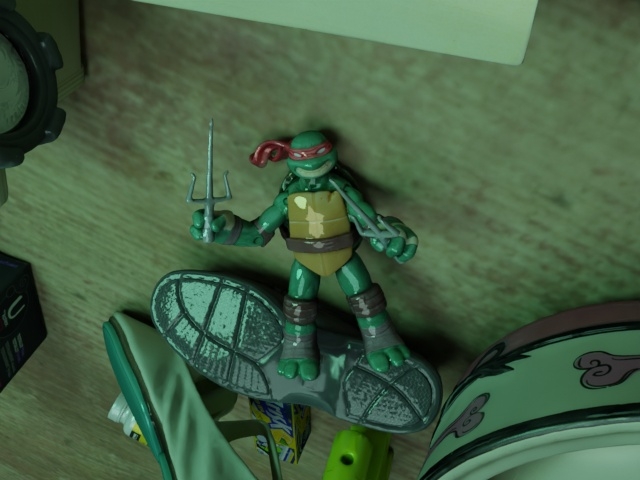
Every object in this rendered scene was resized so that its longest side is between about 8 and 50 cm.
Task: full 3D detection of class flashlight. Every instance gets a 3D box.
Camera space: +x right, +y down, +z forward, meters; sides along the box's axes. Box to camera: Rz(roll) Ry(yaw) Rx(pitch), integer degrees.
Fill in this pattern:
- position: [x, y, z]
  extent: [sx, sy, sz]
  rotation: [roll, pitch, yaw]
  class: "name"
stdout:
- position: [-0.312, -0.088, 0.419]
  extent: [0.304, 0.103, 0.103]
  rotation: [-1, 127, 21]
  class: "flashlight"

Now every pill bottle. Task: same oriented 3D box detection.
- position: [-0.233, 0.253, 0.911]
  extent: [0.116, 0.065, 0.065]
  rotation: [29, 136, -1]
  class: "pill bottle"

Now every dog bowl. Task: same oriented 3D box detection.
- position: [0.278, 0.221, 0.556]
  extent: [0.408, 0.150, 0.408]
  rotation: [7, 128, 9]
  class: "dog bowl"

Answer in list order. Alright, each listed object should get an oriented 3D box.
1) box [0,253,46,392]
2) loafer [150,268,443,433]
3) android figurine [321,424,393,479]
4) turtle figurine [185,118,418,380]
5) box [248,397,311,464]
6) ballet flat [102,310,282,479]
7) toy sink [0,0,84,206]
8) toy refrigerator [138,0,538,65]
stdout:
- position: [-0.478, 0.144, 0.776]
  extent: [0.143, 0.270, 0.165]
  rotation: [20, 135, 7]
  class: "box"
- position: [-0.024, 0.108, 0.663]
  extent: [0.302, 0.095, 0.109]
  rotation: [20, 98, 10]
  class: "loafer"
- position: [0.030, 0.318, 0.700]
  extent: [0.056, 0.273, 0.248]
  rotation: [10, 134, 15]
  class: "android figurine"
- position: [0.000, 0.000, 0.533]
  extent: [0.175, 0.118, 0.234]
  rotation: [-1, 117, 23]
  class: "turtle figurine"
- position: [-0.048, 0.197, 0.781]
  extent: [0.059, 0.054, 0.169]
  rotation: [13, 135, 14]
  class: "box"
- position: [-0.130, 0.208, 0.707]
  extent: [0.400, 0.139, 0.139]
  rotation: [47, 157, 47]
  class: "ballet flat"
- position: [-0.283, -0.167, 0.502]
  extent: [0.153, 0.131, 0.234]
  rotation: [20, 131, 7]
  class: "toy sink"
- position: [-0.004, -0.180, 0.380]
  extent: [0.269, 0.102, 0.094]
  rotation: [13, 134, 13]
  class: "toy refrigerator"
